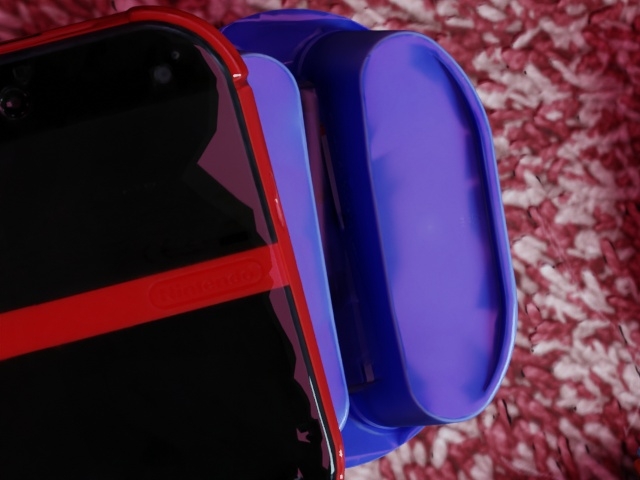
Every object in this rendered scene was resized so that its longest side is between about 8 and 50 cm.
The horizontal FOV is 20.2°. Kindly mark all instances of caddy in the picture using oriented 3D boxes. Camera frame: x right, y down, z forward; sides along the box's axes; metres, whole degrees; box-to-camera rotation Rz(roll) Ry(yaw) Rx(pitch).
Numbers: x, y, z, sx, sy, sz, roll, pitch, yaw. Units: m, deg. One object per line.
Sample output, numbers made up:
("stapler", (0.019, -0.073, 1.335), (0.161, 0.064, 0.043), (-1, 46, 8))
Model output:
("caddy", (0.000, 0.000, 1.290), (0.241, 0.179, 0.341), (-9, 92, -14))

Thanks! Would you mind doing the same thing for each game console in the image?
("game console", (-0.205, 0.049, 1.150), (0.386, 0.060, 0.342), (-14, 97, -2))

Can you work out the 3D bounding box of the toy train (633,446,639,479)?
("toy train", (0.334, 0.215, 1.548), (0.125, 0.046, 0.166), (-35, 115, -3))
